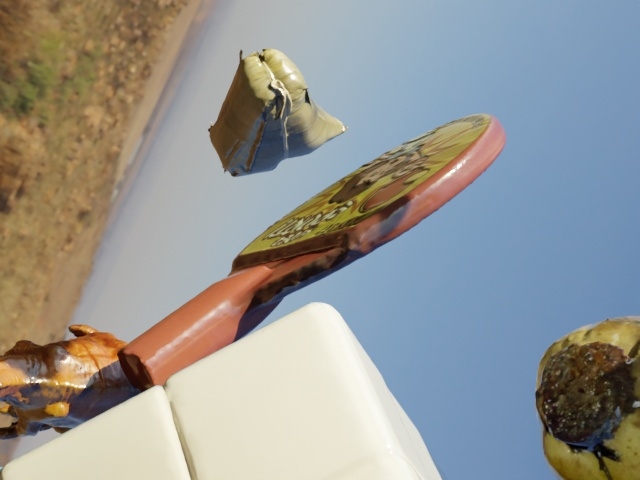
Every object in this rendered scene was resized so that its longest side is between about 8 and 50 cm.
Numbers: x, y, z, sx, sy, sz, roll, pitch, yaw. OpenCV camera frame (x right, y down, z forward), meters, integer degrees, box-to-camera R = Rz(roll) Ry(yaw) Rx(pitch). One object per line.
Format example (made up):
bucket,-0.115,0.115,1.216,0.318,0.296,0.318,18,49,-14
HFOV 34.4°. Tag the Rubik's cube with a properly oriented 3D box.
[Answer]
Rubik's cube,-0.031,0.262,0.554,0.291,0.290,0.291,-29,-126,2

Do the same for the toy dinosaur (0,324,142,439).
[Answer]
toy dinosaur,-0.174,0.125,0.908,0.208,0.432,0.097,-4,-94,56

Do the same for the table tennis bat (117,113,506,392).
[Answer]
table tennis bat,0.000,0.000,0.906,0.414,0.051,0.268,-37,-168,-29

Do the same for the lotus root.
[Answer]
lotus root,0.231,0.122,0.671,0.138,0.214,0.138,-43,-141,48

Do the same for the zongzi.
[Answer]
zongzi,-0.030,-0.167,1.297,0.099,0.197,0.194,67,-25,19
